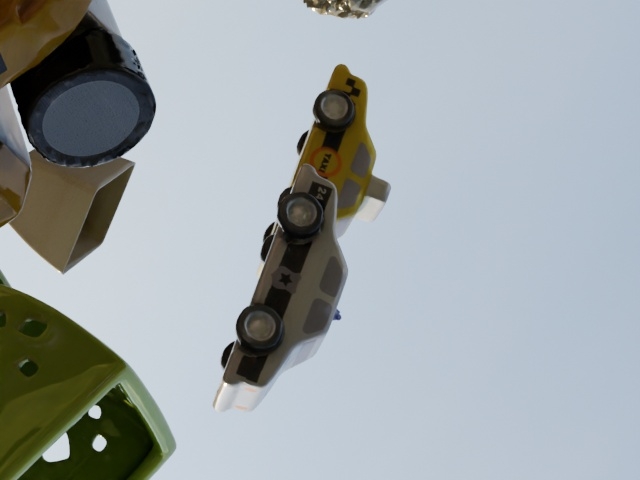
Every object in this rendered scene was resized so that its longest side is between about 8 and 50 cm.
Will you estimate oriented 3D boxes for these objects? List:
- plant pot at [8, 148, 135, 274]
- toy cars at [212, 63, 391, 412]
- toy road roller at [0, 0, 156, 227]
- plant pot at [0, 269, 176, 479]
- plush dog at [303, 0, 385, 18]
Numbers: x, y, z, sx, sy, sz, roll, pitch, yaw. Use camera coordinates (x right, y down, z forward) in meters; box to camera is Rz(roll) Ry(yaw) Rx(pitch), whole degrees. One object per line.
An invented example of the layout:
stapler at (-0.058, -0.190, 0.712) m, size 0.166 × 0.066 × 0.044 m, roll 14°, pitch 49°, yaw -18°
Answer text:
plant pot at (-0.275, -0.046, 1.967) m, size 0.109 × 0.096 × 0.109 m, roll -65°, pitch 173°, yaw 24°
toy cars at (0.000, 0.000, 1.488) m, size 0.393 × 0.087 × 0.176 m, roll -74°, pitch -175°, yaw -62°
toy road roller at (-0.299, -0.138, 1.308) m, size 0.330 × 0.240 × 0.202 m, roll -33°, pitch -130°, yaw 12°
plant pot at (-0.279, 0.149, 1.503) m, size 0.227 × 0.207 × 0.228 m, roll -44°, pitch 160°, yaw -13°
plush dog at (0.046, -0.334, 1.412) m, size 0.262 × 0.225 × 0.210 m, roll -41°, pitch 178°, yaw -23°
